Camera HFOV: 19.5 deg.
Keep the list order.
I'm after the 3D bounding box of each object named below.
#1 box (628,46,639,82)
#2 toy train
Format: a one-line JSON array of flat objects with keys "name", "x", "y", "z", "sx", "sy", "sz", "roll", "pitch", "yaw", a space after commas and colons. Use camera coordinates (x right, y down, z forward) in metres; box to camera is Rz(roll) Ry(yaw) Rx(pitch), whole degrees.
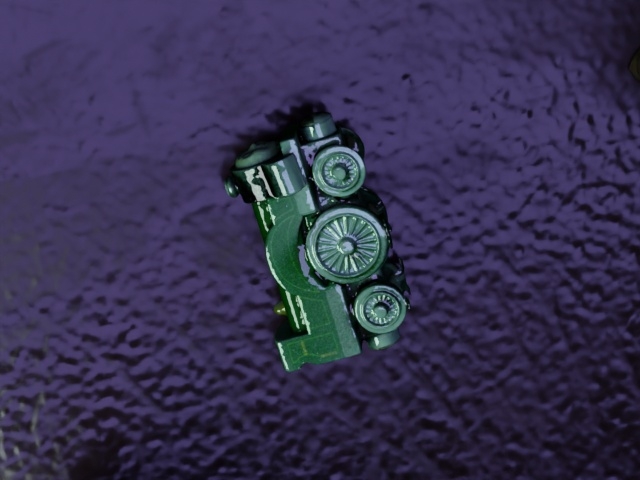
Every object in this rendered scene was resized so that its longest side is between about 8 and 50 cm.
[{"name": "box", "x": 0.377, "y": -0.155, "z": 1.283, "sx": 0.184, "sy": 0.143, "sz": 0.273, "roll": 42, "pitch": 96, "yaw": -14}, {"name": "toy train", "x": 0.000, "y": 0.000, "z": 1.314, "sx": 0.104, "sy": 0.071, "sz": 0.178, "roll": -16, "pitch": 106, "yaw": 8}]
